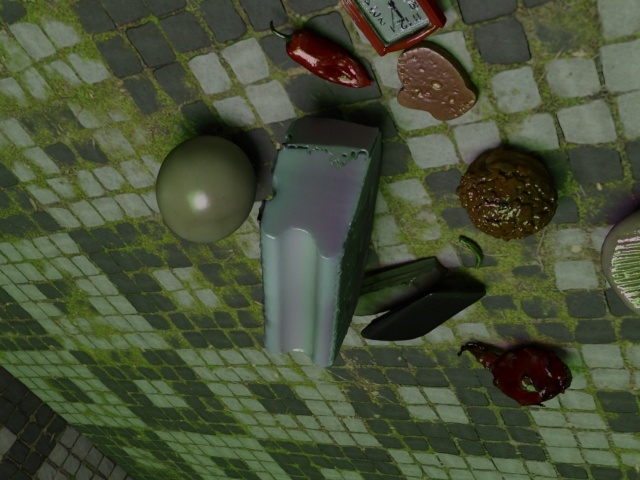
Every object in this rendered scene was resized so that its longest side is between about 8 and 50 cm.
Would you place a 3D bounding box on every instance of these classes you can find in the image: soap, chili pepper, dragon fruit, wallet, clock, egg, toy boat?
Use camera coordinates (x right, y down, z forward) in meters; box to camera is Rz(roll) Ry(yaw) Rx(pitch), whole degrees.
[{"bbox_3d":[0.000,0.000,1.204,0.156,0.261,0.446,15,139,12],"label":"soap"},{"bbox_3d":[0.292,0.021,1.272,0.030,0.017,0.083,-20,120,41],"label":"chili pepper"},{"bbox_3d":[0.413,0.275,1.432,0.246,0.125,0.125,21,157,30],"label":"dragon fruit"},{"bbox_3d":[0.212,0.149,1.378,0.169,0.052,0.245,3,152,-35],"label":"wallet"},{"bbox_3d":[0.096,-0.346,0.934,0.113,0.061,0.155,-16,130,38],"label":"clock"},{"bbox_3d":[0.000,-0.289,1.050,0.191,0.050,0.059,26,125,-13],"label":"chili pepper"},{"bbox_3d":[-0.220,-0.092,1.273,0.189,0.188,0.253,25,148,0],"label":"egg"},{"bbox_3d":[0.138,0.107,1.415,0.093,0.055,0.293,42,138,-24],"label":"toy boat"}]

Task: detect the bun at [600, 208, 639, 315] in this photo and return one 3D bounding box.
[{"bbox_3d":[0.570,0.030,1.046,0.231,0.133,0.231,14,118,27],"label":"bun"}]

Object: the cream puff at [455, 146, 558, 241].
[{"bbox_3d":[0.305,-0.068,1.088,0.165,0.115,0.150,17,136,11],"label":"cream puff"}]

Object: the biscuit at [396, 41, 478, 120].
[{"bbox_3d":[0.171,-0.244,1.035,0.118,0.023,0.140,-19,125,40],"label":"biscuit"}]
